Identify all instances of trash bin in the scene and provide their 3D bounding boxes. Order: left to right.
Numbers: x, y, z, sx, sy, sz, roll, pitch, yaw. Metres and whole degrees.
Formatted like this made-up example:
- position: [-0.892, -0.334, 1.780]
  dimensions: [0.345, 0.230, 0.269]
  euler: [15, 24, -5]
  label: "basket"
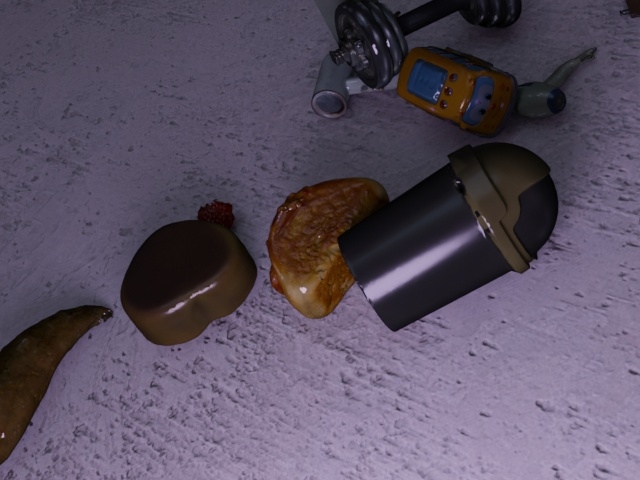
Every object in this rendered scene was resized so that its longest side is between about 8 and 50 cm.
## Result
- position: [0.210, -0.015, 1.679]
  dimensions: [0.334, 0.214, 0.214]
  euler: [-33, 41, 7]
  label: "trash bin"

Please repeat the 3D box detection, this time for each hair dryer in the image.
- position: [0.103, -0.317, 2.137]
  dimensions: [0.236, 0.073, 0.131]
  euler: [-7, 46, 23]
  label: "hair dryer"
- position: [0.384, -0.286, 1.956]
  dimensions: [0.167, 0.067, 0.199]
  euler: [2, 41, 39]
  label: "hair dryer"

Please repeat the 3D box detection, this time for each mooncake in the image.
- position: [-0.236, 0.069, 1.935]
  dimensions: [0.235, 0.117, 0.235]
  euler: [-18, 41, 16]
  label: "mooncake"

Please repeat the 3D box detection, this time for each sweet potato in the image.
- position: [-0.532, 0.254, 1.941]
  dimensions: [0.130, 0.130, 0.422]
  euler: [6, 46, 35]
  label: "sweet potato"

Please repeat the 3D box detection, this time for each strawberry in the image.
- position: [-0.194, -0.032, 2.055]
  dimensions: [0.073, 0.073, 0.083]
  euler: [-11, 82, 22]
  label: "strawberry"

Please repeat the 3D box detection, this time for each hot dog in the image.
- position: [0.000, 0.000, 1.841]
  dimensions: [0.153, 0.150, 0.256]
  euler: [23, 65, 33]
  label: "hot dog"

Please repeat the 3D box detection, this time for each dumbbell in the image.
- position: [0.200, -0.424, 2.056]
  dimensions: [0.406, 0.179, 0.179]
  euler: [-27, 41, -11]
  label: "dumbbell"

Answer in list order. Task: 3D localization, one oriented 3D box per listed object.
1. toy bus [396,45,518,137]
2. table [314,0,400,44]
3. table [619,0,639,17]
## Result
- position: [0.232, -0.267, 1.929]
  dimensions: [0.209, 0.136, 0.126]
  euler: [36, 111, 46]
  label: "toy bus"
- position: [0.072, -0.487, 2.185]
  dimensions: [0.122, 0.240, 0.111]
  euler: [10, 58, 36]
  label: "table"
- position: [0.576, -0.455, 1.981]
  dimensions: [0.082, 0.070, 0.083]
  euler: [-11, 47, 28]
  label: "table"
